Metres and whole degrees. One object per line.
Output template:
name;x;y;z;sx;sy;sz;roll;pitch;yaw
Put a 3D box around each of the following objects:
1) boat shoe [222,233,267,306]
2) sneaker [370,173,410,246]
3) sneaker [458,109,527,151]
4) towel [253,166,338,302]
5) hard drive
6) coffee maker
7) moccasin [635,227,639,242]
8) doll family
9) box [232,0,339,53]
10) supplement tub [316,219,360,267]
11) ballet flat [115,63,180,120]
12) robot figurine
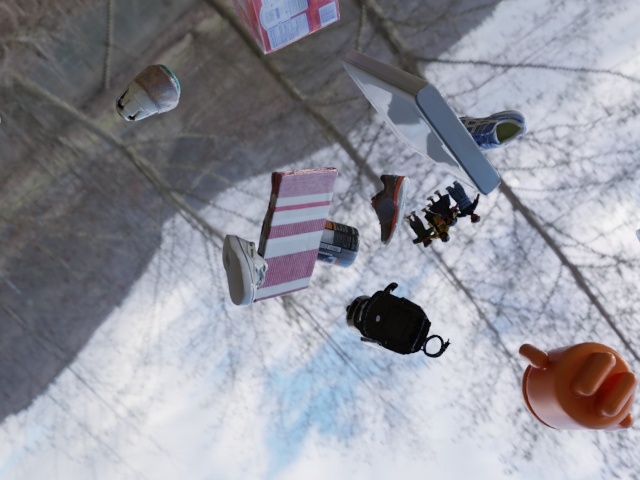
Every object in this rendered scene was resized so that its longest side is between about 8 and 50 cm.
boat shoe;-0.163;0.067;1.857;0.267;0.088;0.096;-124;-136;-65
sneaker;0.128;-0.063;1.590;0.061;0.065;0.158;-52;156;-55
sneaker;0.337;-0.227;1.755;0.211;0.080;0.081;-18;-164;6
towel;-0.068;-0.019;2.023;0.037;0.329;0.237;25;-160;32
hard drive;0.151;-0.195;1.312;0.040;0.203;0.307;-42;-152;1
coffee maker;0.140;0.173;1.615;0.120;0.171;0.178;-43;-178;-8
moccasin;0.572;0.008;1.276;0.117;0.138;0.342;-39;156;13
doll family;0.295;-0.054;1.954;0.076;0.111;0.193;-4;148;-46
box;-0.081;-0.475;1.341;0.154;0.300;0.142;-29;-121;-8
supplement tub;0.000;0.000;2.205;0.117;0.190;0.117;-166;-90;-72
ballet flat;-0.394;-0.312;1.844;0.106;0.107;0.316;-42;-166;-16
robot figurine;0.377;0.217;1.229;0.219;0.158;0.128;125;-32;-73
